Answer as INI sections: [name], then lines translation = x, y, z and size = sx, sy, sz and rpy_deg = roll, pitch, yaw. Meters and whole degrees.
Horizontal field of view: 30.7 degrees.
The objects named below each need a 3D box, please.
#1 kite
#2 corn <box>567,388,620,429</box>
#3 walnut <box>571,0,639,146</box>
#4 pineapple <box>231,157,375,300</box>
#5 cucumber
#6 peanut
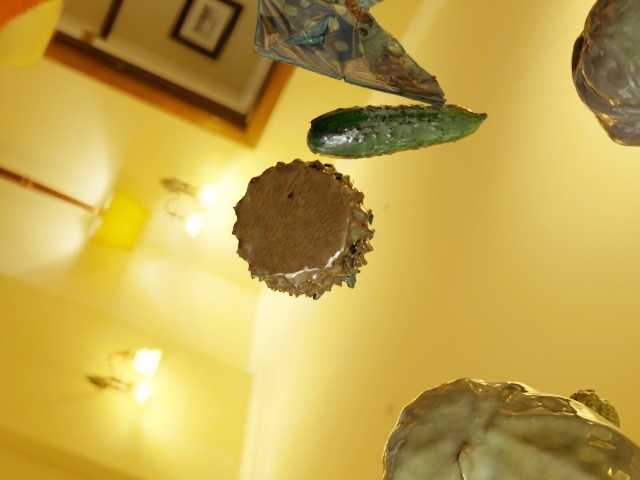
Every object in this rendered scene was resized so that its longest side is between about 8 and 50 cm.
[kite]
translation = 0.035, -0.273, 1.400
size = 0.314, 0.335, 0.011
rpy_deg = -33, 166, -36
[corn]
translation = 0.379, 0.317, 1.656
size = 0.097, 0.097, 0.262
rpy_deg = -55, -165, 44
[walnut]
translation = 0.462, -0.251, 1.585
size = 0.248, 0.248, 0.248
rpy_deg = -61, -168, 24
[pineapple]
translation = -0.001, -0.002, 1.905
size = 0.223, 0.222, 0.357
rpy_deg = -67, 162, -4
[cucumber]
translation = 0.094, -0.135, 1.405
size = 0.069, 0.227, 0.069
rpy_deg = 173, -90, -78
[peanut]
translation = 0.191, 0.216, 0.769
size = 0.174, 0.340, 0.158
rpy_deg = -49, -175, 34
